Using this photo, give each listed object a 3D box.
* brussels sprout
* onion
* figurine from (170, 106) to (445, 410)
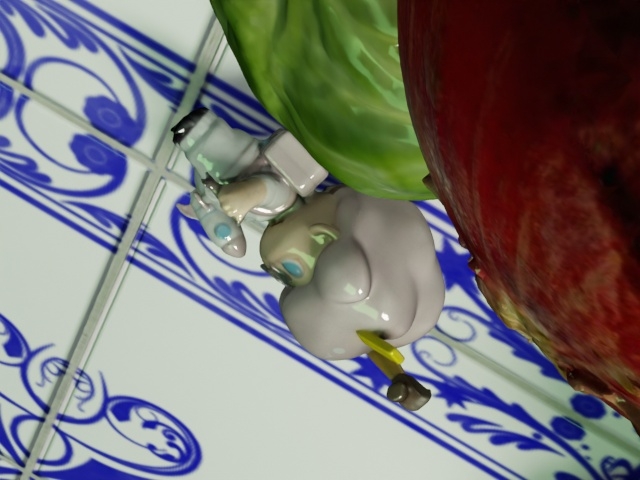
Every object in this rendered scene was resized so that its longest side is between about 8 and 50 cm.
[{"bbox_3d":[0.051,-0.135,0.952,0.244,0.244,0.244,19,143,15],"label":"brussels sprout"},{"bbox_3d":[0.174,-0.069,0.655,0.341,0.341,0.341,19,143,15],"label":"onion"},{"bbox_3d":[0.000,0.000,1.227,0.229,0.112,0.137,43,171,-6],"label":"figurine"}]
